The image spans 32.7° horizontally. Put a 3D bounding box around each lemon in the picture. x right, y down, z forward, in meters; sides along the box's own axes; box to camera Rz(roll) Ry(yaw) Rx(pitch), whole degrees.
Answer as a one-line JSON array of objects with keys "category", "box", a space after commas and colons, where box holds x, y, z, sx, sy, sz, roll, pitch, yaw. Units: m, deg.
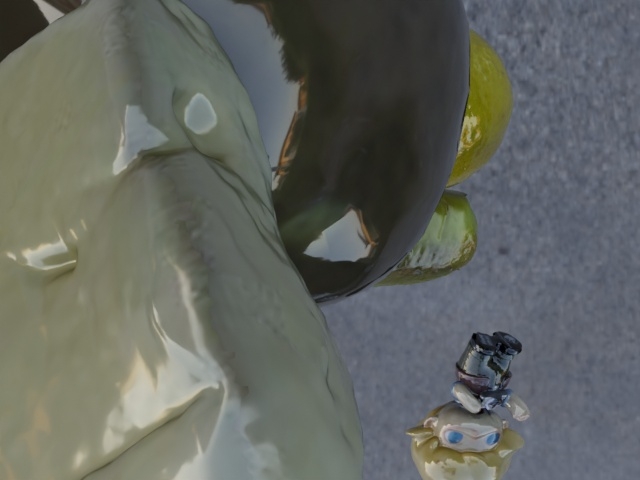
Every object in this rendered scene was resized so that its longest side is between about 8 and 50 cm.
[{"category": "lemon", "box": [0.083, -0.126, 1.019, 0.170, 0.207, 0.170, 25, 124, 45]}]

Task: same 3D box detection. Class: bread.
[{"category": "bread", "box": [0.000, 0.000, 1.273, 0.383, 0.112, 0.166, 4, 156, -20]}]

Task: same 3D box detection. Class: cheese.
[{"category": "cheese", "box": [-0.073, 0.029, 0.406, 0.093, 0.263, 0.159, 18, 132, -44]}]

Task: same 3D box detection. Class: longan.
[{"category": "longan", "box": [-0.071, -0.130, 0.751, 0.336, 0.404, 0.404, -34, 118, 11]}]

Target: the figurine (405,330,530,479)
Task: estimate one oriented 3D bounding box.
[{"category": "figurine", "box": [0.173, 0.193, 1.207, 0.114, 0.108, 0.196, -2, 124, -35]}]
